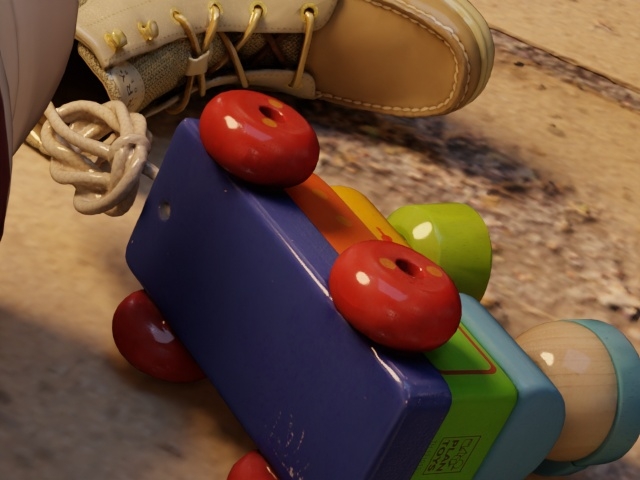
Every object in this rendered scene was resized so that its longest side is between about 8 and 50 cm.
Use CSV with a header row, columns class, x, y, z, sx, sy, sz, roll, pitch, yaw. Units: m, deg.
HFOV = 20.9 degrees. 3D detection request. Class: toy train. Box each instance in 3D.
class,x,y,z,sx,sy,sz,roll,pitch,yaw
toy train,0.000,0.000,0.632,0.143,0.105,0.248,4,33,-40

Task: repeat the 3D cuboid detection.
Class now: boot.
class,x,y,z,sx,sy,sz,roll,pitch,yaw
boot,-0.045,-0.081,0.746,0.213,0.077,0.165,21,31,14

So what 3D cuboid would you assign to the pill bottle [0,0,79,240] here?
class,x,y,z,sx,sy,sz,roll,pitch,yaw
pill bottle,-0.209,-0.003,0.410,0.224,0.224,0.392,19,32,2
